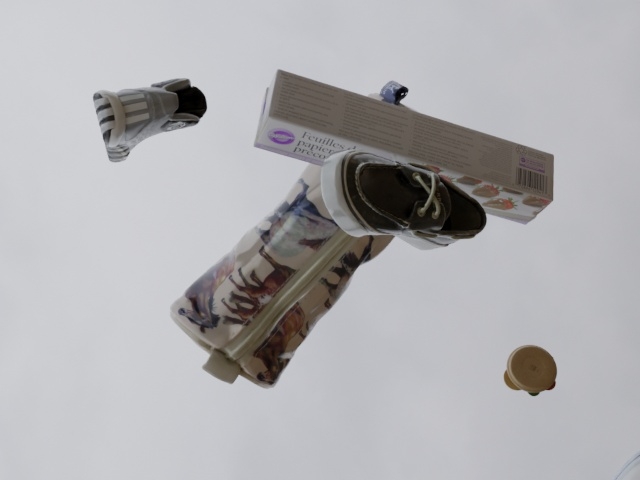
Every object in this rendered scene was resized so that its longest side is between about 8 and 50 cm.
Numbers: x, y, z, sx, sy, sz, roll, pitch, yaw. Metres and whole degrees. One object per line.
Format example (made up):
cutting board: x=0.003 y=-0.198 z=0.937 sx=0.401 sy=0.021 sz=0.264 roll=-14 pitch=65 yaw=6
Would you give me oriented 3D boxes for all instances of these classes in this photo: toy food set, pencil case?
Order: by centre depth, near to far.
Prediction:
pencil case: x=0.000 y=0.000 z=1.156 sx=0.160 sy=0.183 sz=0.410 roll=43 pitch=-95 yaw=-6
toy food set: x=0.337 y=0.206 z=1.497 sx=0.020 sy=0.083 sz=0.083 roll=91 pitch=-163 yaw=-63

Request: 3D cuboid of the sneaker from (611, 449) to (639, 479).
sneaker: x=0.149 y=0.226 z=0.486 sx=0.091 sy=0.094 sz=0.258 roll=26 pitch=-95 yaw=-53

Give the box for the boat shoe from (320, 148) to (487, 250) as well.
boat shoe: x=0.081 y=-0.039 z=0.853 sx=0.219 sy=0.070 sz=0.077 roll=13 pitch=-109 yaw=-54

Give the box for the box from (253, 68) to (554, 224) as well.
box: x=0.093 y=-0.096 z=1.005 sx=0.324 sy=0.063 sz=0.067 roll=14 pitch=-119 yaw=-13

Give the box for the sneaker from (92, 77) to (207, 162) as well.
sneaker: x=-0.206 y=-0.151 z=1.163 sx=0.132 sy=0.229 sz=0.086 roll=-14 pitch=-83 yaw=-11
